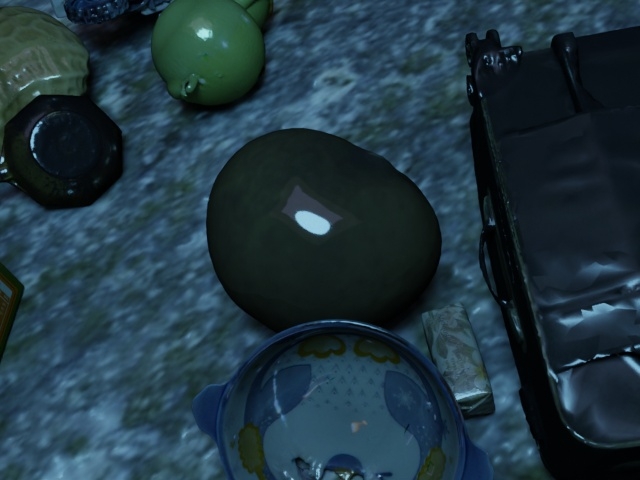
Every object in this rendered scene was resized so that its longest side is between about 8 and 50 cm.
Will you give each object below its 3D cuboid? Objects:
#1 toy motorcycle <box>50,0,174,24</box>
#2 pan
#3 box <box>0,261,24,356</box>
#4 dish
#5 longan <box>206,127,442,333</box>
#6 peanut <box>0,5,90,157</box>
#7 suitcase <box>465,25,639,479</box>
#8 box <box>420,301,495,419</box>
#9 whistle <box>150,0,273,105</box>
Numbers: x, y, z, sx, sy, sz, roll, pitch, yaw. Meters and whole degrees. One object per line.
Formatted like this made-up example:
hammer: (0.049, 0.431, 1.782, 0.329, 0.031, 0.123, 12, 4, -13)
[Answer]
toy motorcycle: (-0.259, -0.348, 1.060, 0.204, 0.108, 0.239, 24, 35, 35)
pan: (-0.310, -0.076, 0.907, 0.128, 0.048, 0.202, 44, 75, -12)
box: (-0.429, 0.052, 0.801, 0.178, 0.195, 0.148, 2, 61, 11)
dish: (0.014, 0.170, 0.711, 0.236, 0.086, 0.227, 36, 99, 3)
longan: (0.000, 0.000, 0.763, 0.220, 0.196, 0.196, 18, 64, 5)
peanut: (-0.390, -0.180, 0.984, 0.197, 0.110, 0.233, 36, 69, 25)
suitcase: (0.280, -0.001, 0.716, 0.283, 0.194, 0.433, -9, 59, 4)
box: (0.126, 0.113, 0.753, 0.045, 0.062, 0.098, -16, 61, 5)
whistle: (-0.104, -0.265, 0.996, 0.141, 0.141, 0.294, 15, 46, 17)
